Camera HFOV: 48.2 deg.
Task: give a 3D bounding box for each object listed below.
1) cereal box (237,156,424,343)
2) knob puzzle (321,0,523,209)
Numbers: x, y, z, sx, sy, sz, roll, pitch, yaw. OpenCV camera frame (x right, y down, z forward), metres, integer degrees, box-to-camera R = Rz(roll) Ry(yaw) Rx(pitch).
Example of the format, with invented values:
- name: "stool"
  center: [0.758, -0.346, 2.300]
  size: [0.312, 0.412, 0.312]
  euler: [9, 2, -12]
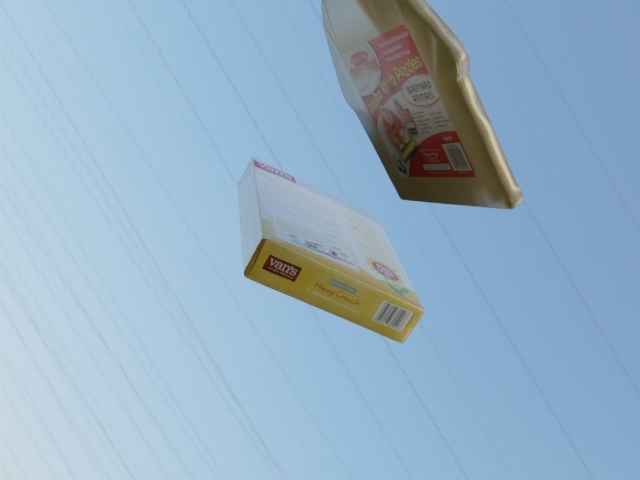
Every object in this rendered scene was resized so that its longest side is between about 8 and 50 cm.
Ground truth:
- name: "cereal box"
  center: [0.000, 0.000, 0.748]
  size: [0.173, 0.240, 0.047]
  euler: [24, -72, -17]
- name: "knob puzzle"
  center: [0.058, -0.116, 0.491]
  size: [0.213, 0.030, 0.213]
  euler: [55, -12, 18]
